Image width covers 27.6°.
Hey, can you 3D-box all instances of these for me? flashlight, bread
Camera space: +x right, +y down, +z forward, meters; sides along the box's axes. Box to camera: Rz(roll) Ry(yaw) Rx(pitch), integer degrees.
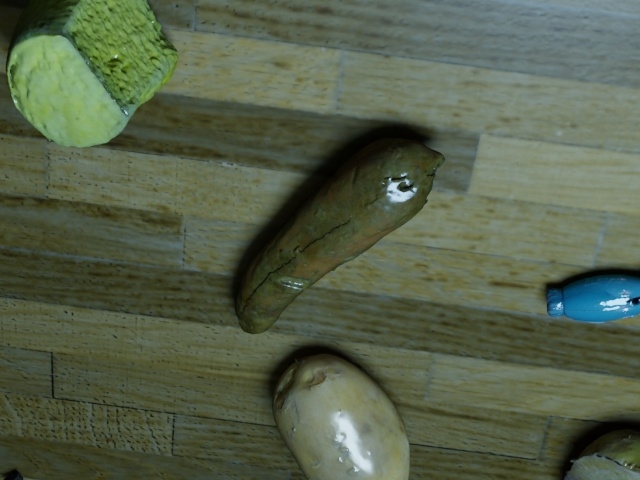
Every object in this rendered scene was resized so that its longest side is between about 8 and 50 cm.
[{"bbox_3d":[0.269,0.048,1.173,0.129,0.051,0.051,-4,126,16],"label":"flashlight"},{"bbox_3d":[-0.189,-0.145,1.035,0.111,0.114,0.129,-26,117,29],"label":"bread"}]

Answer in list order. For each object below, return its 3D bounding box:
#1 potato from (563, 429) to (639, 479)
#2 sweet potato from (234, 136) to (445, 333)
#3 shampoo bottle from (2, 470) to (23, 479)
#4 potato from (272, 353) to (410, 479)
[{"bbox_3d":[0.302,0.227,1.292,0.101,0.089,0.172,50,150,-5],"label":"potato"},{"bbox_3d":[0.000,0.000,1.148,0.075,0.075,0.273,35,124,-19],"label":"sweet potato"},{"bbox_3d":[-0.291,0.301,1.419,0.048,0.027,0.137,-28,119,20],"label":"shampoo bottle"},{"bbox_3d":[0.025,0.188,1.259,0.109,0.118,0.178,-36,106,-12],"label":"potato"}]
